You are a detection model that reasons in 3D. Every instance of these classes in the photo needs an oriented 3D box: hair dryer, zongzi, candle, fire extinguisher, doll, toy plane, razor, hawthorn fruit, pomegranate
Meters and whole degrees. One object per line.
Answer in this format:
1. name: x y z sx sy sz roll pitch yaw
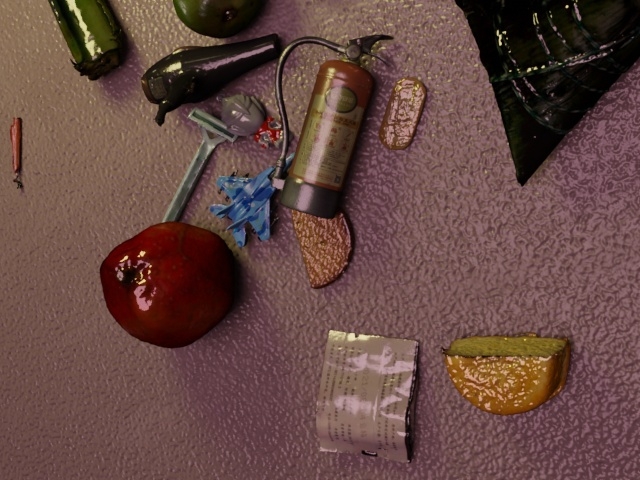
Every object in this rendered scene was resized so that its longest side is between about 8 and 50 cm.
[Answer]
1. hair dryer: -0.237 -0.297 1.798 0.303 0.359 0.120 -12 116 14
2. zongzi: 0.417 -0.285 1.589 0.383 0.319 0.362 -7 95 42
3. candle: -0.714 -0.205 2.164 0.026 0.021 0.167 1 95 2
4. fire extinguisher: -0.002 -0.242 1.785 0.200 0.113 0.376 17 95 -19
5. doll: -0.140 -0.246 1.897 0.180 0.079 0.094 33 78 6
6. toy plane: -0.120 -0.105 1.900 0.246 0.078 0.169 -43 79 13
7. razor: -0.275 -0.141 1.977 0.111 0.056 0.278 30 113 1
8. hawthorn fruit: -0.322 0.091 1.878 0.265 0.307 0.265 -1 87 21
9. pomegranate: -0.221 -0.518 1.863 0.187 0.187 0.225 -48 49 19

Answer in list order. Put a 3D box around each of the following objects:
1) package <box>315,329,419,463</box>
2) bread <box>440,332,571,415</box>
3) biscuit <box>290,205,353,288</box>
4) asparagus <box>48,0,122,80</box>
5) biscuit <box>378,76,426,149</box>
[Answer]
1. package: 0.095 0.317 1.858 0.203 0.062 0.251 4 93 21
2. bread: 0.342 0.250 1.703 0.229 0.143 0.140 -2 93 25
3. biscuit: 0.008 -0.010 1.880 0.126 0.025 0.206 -14 90 23
4. asparagus: -0.542 -0.540 2.018 0.128 0.108 0.382 -28 82 23
5. biscuit: 0.160 -0.246 1.799 0.071 0.018 0.147 22 104 18
